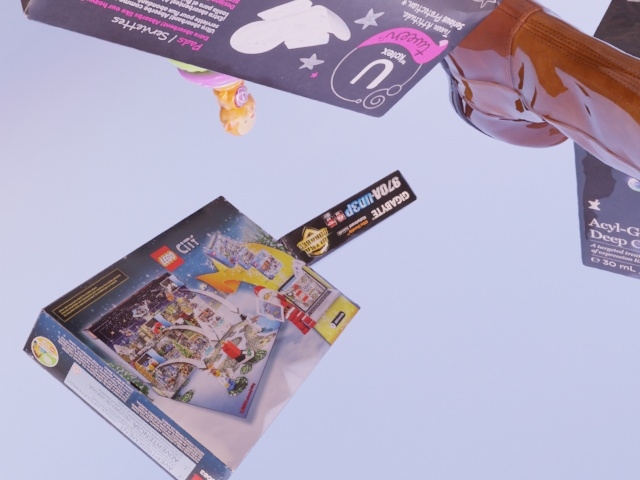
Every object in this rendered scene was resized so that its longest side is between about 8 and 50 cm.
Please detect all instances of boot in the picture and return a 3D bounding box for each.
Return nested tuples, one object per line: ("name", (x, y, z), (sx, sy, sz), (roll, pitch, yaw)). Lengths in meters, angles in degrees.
("boot", (0.205, -0.085, 0.555), (0.096, 0.264, 0.280), (-47, -130, 2))

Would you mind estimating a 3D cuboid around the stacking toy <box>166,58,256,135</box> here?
("stacking toy", (-0.127, -0.235, 0.884), (0.165, 0.302, 0.175), (10, -129, 26))

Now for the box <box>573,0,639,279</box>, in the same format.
("box", (0.528, -0.120, 1.079), (0.293, 0.395, 0.212), (16, -122, 32))

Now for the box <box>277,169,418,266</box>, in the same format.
("box", (0.000, 0.000, 1.025), (0.220, 0.051, 0.175), (-31, 177, -37))

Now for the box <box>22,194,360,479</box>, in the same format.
("box", (-0.080, 0.065, 0.593), (0.044, 0.159, 0.233), (-55, 173, 31))

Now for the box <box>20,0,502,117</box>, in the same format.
("box", (-0.033, -0.190, 0.433), (0.142, 0.247, 0.163), (-40, -122, 35))
